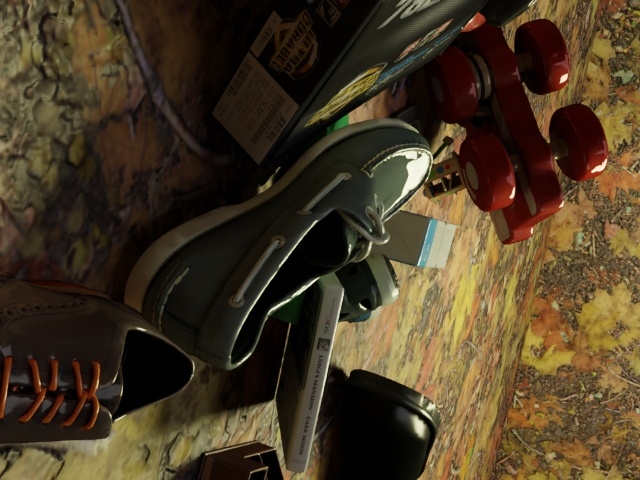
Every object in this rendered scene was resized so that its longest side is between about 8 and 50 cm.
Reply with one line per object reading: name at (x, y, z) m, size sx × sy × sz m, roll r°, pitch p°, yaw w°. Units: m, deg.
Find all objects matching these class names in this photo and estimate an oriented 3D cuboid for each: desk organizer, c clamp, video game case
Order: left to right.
desk organizer at (-0.071, 0.233, 0.892) m, size 0.130 × 0.050 × 0.047 m, roll 19°, pitch 86°, yaw -70°
video game case at (-0.014, 0.108, 0.878) m, size 0.190 × 0.022 × 0.173 m, roll -120°, pitch -139°, yaw -79°
c clamp at (0.112, -0.110, 1.178) m, size 0.161 × 0.022 × 0.137 m, roll -28°, pitch 129°, yaw -64°

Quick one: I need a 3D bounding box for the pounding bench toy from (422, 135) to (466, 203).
pounding bench toy at (0.171, -0.102, 1.293) m, size 0.052 × 0.065 × 0.083 m, roll 13°, pitch 57°, yaw -69°

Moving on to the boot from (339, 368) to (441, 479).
boot at (0.064, 0.352, 1.212) m, size 0.348 × 0.131 × 0.260 m, roll 76°, pitch 35°, yaw -53°

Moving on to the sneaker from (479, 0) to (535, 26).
sneaker at (0.157, -0.346, 0.916) m, size 0.122 × 0.146 × 0.330 m, roll -41°, pitch -148°, yaw 35°

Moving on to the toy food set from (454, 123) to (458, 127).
toy food set at (0.243, -0.232, 1.440) m, size 0.078 × 0.019 × 0.122 m, roll 24°, pitch 81°, yaw -69°

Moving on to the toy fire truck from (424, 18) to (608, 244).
toy fire truck at (0.243, -0.154, 1.244) m, size 0.254 × 0.170 × 0.302 m, roll 115°, pitch -45°, yaw -78°

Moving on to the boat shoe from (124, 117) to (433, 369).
boat shoe at (0.000, 0.000, 0.712) m, size 0.319 × 0.099 × 0.116 m, roll -31°, pitch 141°, yaw -38°

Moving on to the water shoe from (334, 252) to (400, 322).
water shoe at (0.026, 0.056, 0.999) m, size 0.203 × 0.080 × 0.072 m, roll 121°, pitch -48°, yaw -74°

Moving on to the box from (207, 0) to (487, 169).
box at (0.082, -0.212, 0.687) m, size 0.295 × 0.073 × 0.293 m, roll -38°, pitch 175°, yaw -44°

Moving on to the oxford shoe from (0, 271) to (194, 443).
oxford shoe at (-0.160, 0.063, 0.474) m, size 0.271 × 0.099 × 0.096 m, roll 0°, pitch 103°, yaw -69°

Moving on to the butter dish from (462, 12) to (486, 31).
butter dish at (0.176, -0.309, 1.072) m, size 0.160 × 0.118 × 0.159 m, roll -39°, pitch 138°, yaw -57°

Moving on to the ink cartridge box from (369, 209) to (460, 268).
ink cartridge box at (0.100, -0.006, 1.100) m, size 0.180 × 0.104 × 0.060 m, roll 8°, pitch 96°, yaw -69°

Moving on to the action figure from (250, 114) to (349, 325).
action figure at (-0.022, -0.046, 0.812) m, size 0.232 × 0.064 × 0.137 m, roll -70°, pitch 157°, yaw -4°
